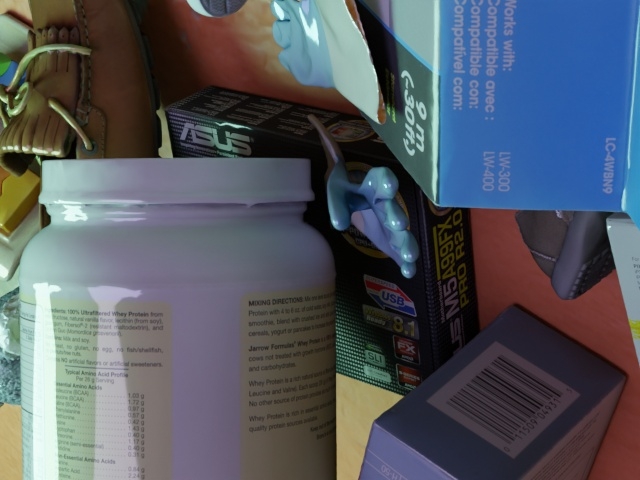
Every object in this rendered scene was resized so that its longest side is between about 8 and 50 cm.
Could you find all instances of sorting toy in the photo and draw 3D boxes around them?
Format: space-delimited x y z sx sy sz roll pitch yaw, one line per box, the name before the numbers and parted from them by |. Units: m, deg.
sorting toy | -0.293 -0.092 1.373 0.193 0.208 0.038 32 173 26

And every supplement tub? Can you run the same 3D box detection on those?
supplement tub | -0.104 0.101 1.111 0.235 0.235 0.325 2 93 44

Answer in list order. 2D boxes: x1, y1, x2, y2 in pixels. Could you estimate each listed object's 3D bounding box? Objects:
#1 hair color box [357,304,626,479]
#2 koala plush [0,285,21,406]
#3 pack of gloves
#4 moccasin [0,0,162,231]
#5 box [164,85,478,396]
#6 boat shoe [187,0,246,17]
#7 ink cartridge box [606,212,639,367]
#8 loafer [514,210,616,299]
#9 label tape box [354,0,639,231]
hair color box | 0.104 0.253 1.191 0.113 0.185 0.374 33 134 25
koala plush | -0.240 0.079 1.390 0.203 0.221 0.196 52 140 5
pack of gloves | -0.001 -0.077 1.006 0.232 0.046 0.195 -136 27 -70
moccasin | -0.217 -0.083 1.264 0.139 0.147 0.380 -3 93 64
box | 0.000 0.000 1.227 0.270 0.060 0.216 16 126 37
boat shoe | -0.091 -0.286 1.132 0.076 0.083 0.226 23 119 48
ink cartridge box | 0.277 0.040 0.928 0.127 0.128 0.176 1 116 44
loafer | 0.175 -0.058 0.979 0.087 0.094 0.251 45 148 23
label tape box | 0.092 -0.163 0.872 0.348 0.115 0.249 -120 24 -55
